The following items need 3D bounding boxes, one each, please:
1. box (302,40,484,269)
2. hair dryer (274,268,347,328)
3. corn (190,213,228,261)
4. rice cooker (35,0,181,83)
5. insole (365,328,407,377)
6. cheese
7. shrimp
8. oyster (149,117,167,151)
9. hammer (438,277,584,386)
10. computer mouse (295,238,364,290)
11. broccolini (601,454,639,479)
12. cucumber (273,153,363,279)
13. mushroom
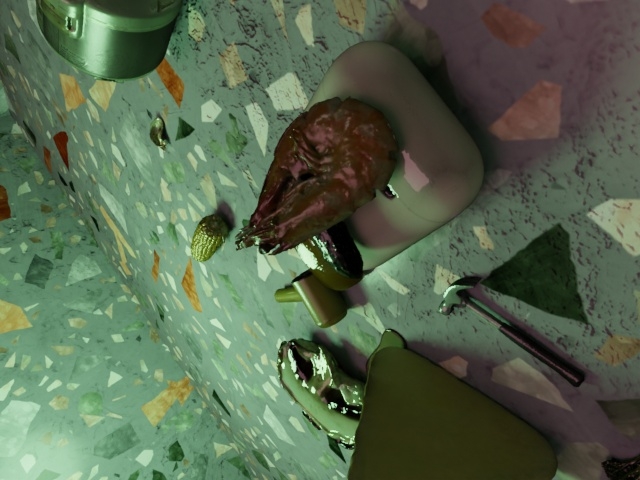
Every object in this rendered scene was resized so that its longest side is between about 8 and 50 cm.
[{"bbox_3d":[0.072,-0.114,0.704,0.288,0.141,0.349,55,145,6],"label":"box"},{"bbox_3d":[-0.043,0.147,1.106,0.135,0.090,0.279,60,151,-7],"label":"hair dryer"},{"bbox_3d":[-0.357,0.000,1.352,0.260,0.091,0.091,136,134,-55],"label":"corn"},{"bbox_3d":[-0.445,-0.512,0.902,0.288,0.288,0.277,59,147,-2],"label":"rice cooker"},{"bbox_3d":[0.153,0.294,1.036,0.086,0.005,0.253,37,140,26],"label":"insole"},{"bbox_3d":[0.239,0.381,0.792,0.384,0.384,0.104,28,128,35],"label":"cheese"},{"bbox_3d":[-0.026,-0.074,0.600,0.294,0.062,0.154,-39,86,20],"label":"shrimp"},{"bbox_3d":[-0.485,-0.327,1.319,0.081,0.038,0.083,43,118,3],"label":"oyster"},{"bbox_3d":[0.316,0.149,0.713,0.246,0.029,0.103,36,140,26],"label":"hammer"},{"bbox_3d":[0.000,0.000,0.940,0.126,0.056,0.245,-35,86,41],"label":"computer mouse"},{"bbox_3d":[0.478,0.308,0.640,0.052,0.054,0.194,8,120,11],"label":"broccolini"},{"bbox_3d":[0.000,-0.041,0.669,0.067,0.067,0.245,-6,111,52],"label":"cucumber"},{"bbox_3d":[0.028,0.396,1.172,0.344,0.130,0.247,22,116,38],"label":"mushroom"}]
